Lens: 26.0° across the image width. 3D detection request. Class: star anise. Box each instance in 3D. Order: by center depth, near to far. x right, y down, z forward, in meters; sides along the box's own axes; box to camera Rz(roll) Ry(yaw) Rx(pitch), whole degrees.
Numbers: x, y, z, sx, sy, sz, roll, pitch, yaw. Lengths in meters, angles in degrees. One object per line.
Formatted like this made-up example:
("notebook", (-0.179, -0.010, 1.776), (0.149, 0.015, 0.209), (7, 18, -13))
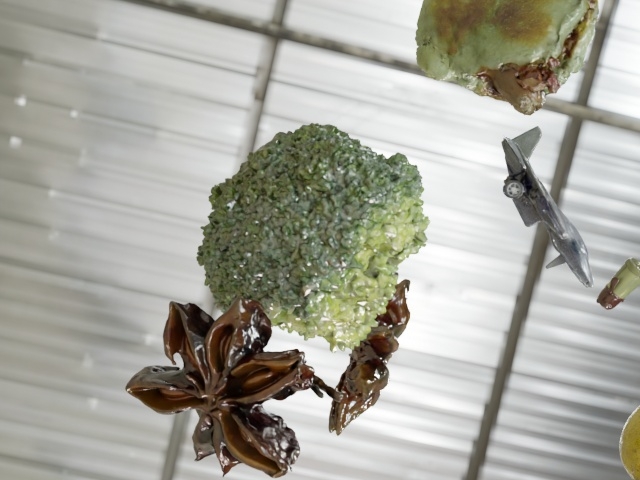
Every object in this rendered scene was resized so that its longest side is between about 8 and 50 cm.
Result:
("star anise", (-0.094, 0.162, 1.486), (0.190, 0.220, 0.126), (-51, 161, 12))
("star anise", (0.078, 0.181, 2.245), (0.288, 0.088, 0.288), (-162, -90, -89))

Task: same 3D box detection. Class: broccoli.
("broccoli", (-0.012, 0.005, 1.642), (0.235, 0.288, 0.260), (-50, 133, -35))

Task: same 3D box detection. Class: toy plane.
("toy plane", (0.342, -0.042, 2.139), (0.212, 0.088, 0.267), (-18, 87, -80))

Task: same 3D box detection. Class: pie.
("pie", (0.273, -0.323, 2.035), (0.257, 0.274, 0.105), (-60, 149, -9))

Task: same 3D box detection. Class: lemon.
("lemon", (0.606, 0.347, 2.346), (0.187, 0.244, 0.187), (23, -57, 42))

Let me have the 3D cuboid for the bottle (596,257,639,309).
("bottle", (0.517, 0.078, 2.392), (0.101, 0.063, 0.047), (-50, -144, 25))
